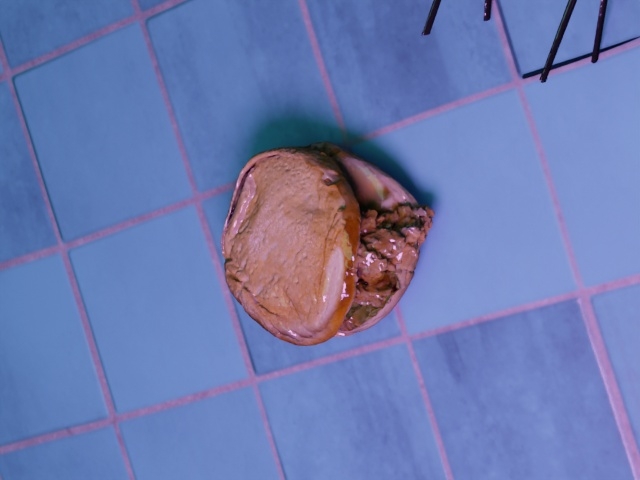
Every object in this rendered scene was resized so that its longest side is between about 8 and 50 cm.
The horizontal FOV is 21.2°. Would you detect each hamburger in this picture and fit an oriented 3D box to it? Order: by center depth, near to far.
[{"bbox_3d":[0.000,0.000,2.068,0.286,0.146,0.243,-23,80,40],"label":"hamburger"}]

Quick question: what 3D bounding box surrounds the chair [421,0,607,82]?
[{"bbox_3d":[0.239,-0.322,1.849,0.158,0.172,0.247,25,118,28],"label":"chair"}]
